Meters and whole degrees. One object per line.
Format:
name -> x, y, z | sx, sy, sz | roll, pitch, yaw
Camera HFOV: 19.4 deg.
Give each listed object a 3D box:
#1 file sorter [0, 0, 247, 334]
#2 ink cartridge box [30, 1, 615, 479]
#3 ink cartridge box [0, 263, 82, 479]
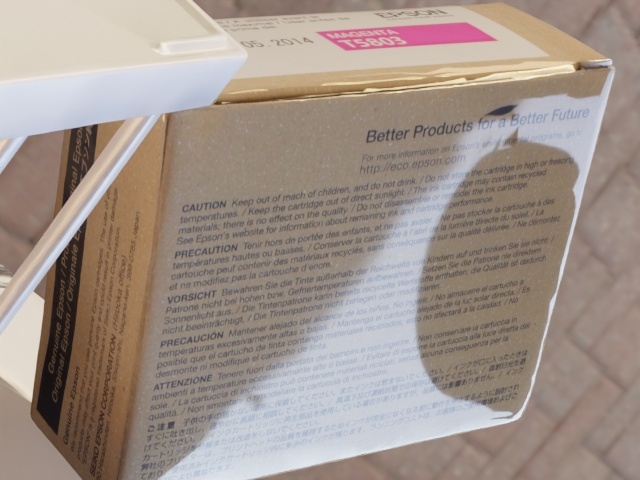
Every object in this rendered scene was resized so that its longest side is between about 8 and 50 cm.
file sorter -> -0.189, -0.033, 0.415 | 0.173, 0.193, 0.277 | -51, 167, 22
ink cartridge box -> 0.000, 0.000, 0.831 | 0.234, 0.088, 0.193 | -7, 120, -34
ink cartridge box -> -0.304, 0.115, 1.072 | 0.285, 0.395, 0.166 | -52, 175, 8
